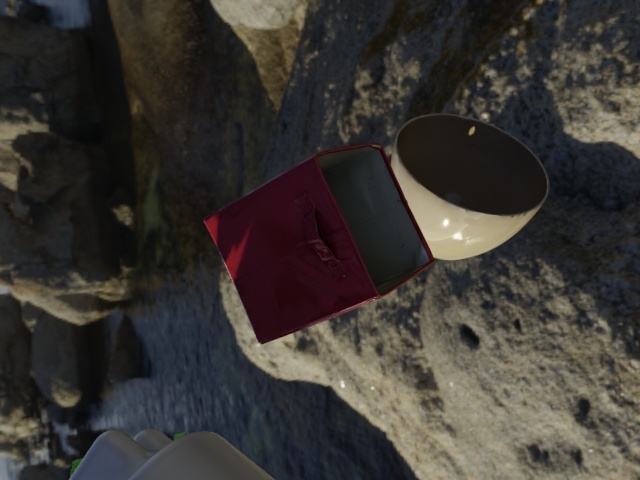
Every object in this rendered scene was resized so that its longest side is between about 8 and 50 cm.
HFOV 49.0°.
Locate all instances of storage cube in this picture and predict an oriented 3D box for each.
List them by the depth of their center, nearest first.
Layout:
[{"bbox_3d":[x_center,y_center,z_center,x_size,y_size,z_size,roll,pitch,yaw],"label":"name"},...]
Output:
[{"bbox_3d":[0.000,0.000,0.914,0.193,0.215,0.184,-26,88,32],"label":"storage cube"}]

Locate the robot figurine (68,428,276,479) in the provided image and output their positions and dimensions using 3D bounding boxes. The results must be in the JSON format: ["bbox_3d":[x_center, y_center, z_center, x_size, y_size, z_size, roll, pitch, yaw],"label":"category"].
[{"bbox_3d":[-0.083,0.317,0.639,0.353,0.300,0.200,32,90,21],"label":"robot figurine"}]

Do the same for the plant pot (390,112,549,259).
[{"bbox_3d":[0.248,-0.076,1.303,0.191,0.284,0.284,107,146,-43],"label":"plant pot"}]

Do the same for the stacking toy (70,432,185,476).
[{"bbox_3d":[-0.262,0.365,0.970,0.221,0.166,0.052,-118,20,-62],"label":"stacking toy"}]
